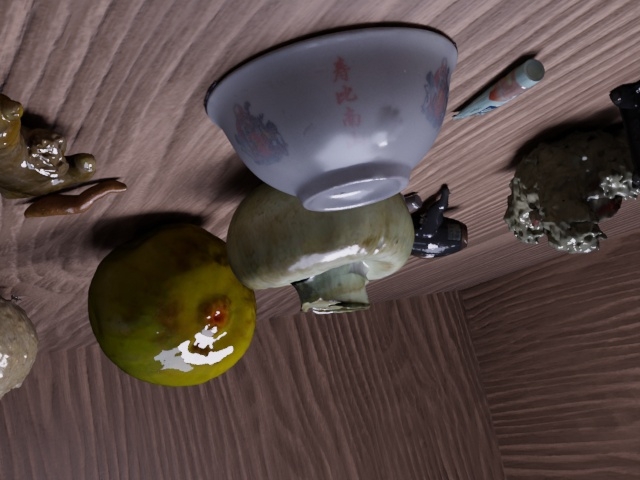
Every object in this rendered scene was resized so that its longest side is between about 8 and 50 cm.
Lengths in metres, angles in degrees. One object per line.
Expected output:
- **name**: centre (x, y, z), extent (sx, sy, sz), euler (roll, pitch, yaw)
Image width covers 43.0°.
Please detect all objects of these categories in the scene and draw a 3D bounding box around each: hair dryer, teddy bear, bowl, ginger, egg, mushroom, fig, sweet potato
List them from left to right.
- **egg**: centre (-0.788, 0.242, 1.844), extent (0.279, 0.279, 0.310), euler (-18, 153, 28)
- **ginger**: centre (-0.371, -0.100, 0.990), extent (0.166, 0.080, 0.333), euler (0, 166, 1)
- **sweet potato**: centre (-0.390, -0.060, 1.279), extent (0.179, 0.044, 0.044), euler (-14, 169, 12)
- **fig**: centre (-0.309, 0.131, 1.631), extent (0.343, 0.343, 0.343), euler (-12, 169, -2)
- **mushroom**: centre (0.000, 0.000, 1.443), extent (0.352, 0.260, 0.352), euler (-7, 171, -1)
- **bowl**: centre (0.031, -0.132, 1.066), extent (0.345, 0.157, 0.345), euler (-12, 169, -2)
- **hair dryer**: centre (0.230, -0.057, 1.952), extent (0.303, 0.120, 0.359), euler (3, 158, -4)
- **teddy bear**: centre (0.567, -0.120, 1.615), extent (0.367, 0.224, 0.357), euler (-14, -176, -3)

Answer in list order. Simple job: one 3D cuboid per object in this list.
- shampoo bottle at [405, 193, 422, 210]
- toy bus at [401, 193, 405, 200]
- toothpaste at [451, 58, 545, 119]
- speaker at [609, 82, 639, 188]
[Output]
- **shampoo bottle**: centre (0.156, -0.067, 1.859), extent (0.165, 0.040, 0.080), euler (-21, 165, 36)
- **toy bus**: centre (0.101, -0.061, 1.745), extent (0.167, 0.073, 0.076), euler (-4, 170, -23)
- **toothpaste**: centre (0.266, -0.218, 1.217), extent (0.056, 0.036, 0.205), euler (-8, 173, -18)
- **speaker**: centre (0.647, -0.202, 1.325), extent (0.254, 0.184, 0.232), euler (-4, 167, -22)
